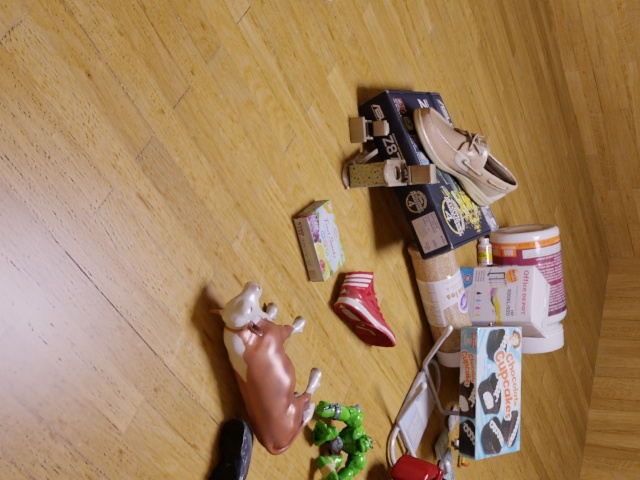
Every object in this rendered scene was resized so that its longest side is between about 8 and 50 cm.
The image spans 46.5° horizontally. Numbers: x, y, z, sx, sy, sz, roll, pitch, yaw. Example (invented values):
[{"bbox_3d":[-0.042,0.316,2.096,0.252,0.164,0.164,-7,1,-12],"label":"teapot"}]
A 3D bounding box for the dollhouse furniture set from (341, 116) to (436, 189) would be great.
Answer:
[{"bbox_3d":[0.145,-0.198,1.630,0.101,0.182,0.161,-10,97,-58],"label":"dollhouse furniture set"}]

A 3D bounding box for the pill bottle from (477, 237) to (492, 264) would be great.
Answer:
[{"bbox_3d":[0.518,0.036,2.347,0.043,0.043,0.083,-3,89,-58],"label":"pill bottle"}]

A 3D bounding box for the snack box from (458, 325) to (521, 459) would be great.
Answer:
[{"bbox_3d":[0.433,0.378,1.889,0.187,0.060,0.322,4,86,-41],"label":"snack box"}]

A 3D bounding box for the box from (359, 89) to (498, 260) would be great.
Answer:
[{"bbox_3d":[0.270,-0.168,1.812,0.318,0.097,0.395,-14,80,-59],"label":"box"}]

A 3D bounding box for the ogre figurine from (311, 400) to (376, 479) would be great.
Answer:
[{"bbox_3d":[0.043,0.411,1.508,0.118,0.097,0.197,-12,82,-40],"label":"ogre figurine"}]

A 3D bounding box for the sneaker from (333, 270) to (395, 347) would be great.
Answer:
[{"bbox_3d":[0.117,0.143,1.651,0.221,0.087,0.128,50,49,-46],"label":"sneaker"}]

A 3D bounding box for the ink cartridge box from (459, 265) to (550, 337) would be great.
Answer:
[{"bbox_3d":[0.533,0.180,2.179,0.168,0.232,0.171,37,57,-52],"label":"ink cartridge box"}]

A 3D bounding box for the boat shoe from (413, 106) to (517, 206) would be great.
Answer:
[{"bbox_3d":[0.343,-0.211,1.752,0.341,0.110,0.122,37,42,-36],"label":"boat shoe"}]

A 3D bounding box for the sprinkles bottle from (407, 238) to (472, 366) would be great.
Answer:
[{"bbox_3d":[0.325,0.157,1.952,0.121,0.121,0.355,-46,125,-50],"label":"sprinkles bottle"}]

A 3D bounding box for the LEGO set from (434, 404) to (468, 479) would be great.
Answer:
[{"bbox_3d":[0.394,0.571,2.093,0.244,0.060,0.182,-45,129,-51],"label":"LEGO set"}]

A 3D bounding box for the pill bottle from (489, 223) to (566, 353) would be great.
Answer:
[{"bbox_3d":[0.679,0.154,2.430,0.224,0.224,0.392,-18,102,-57],"label":"pill bottle"}]

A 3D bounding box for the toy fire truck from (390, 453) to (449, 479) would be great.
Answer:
[{"bbox_3d":[0.158,0.561,1.626,0.217,0.158,0.246,-62,147,-23],"label":"toy fire truck"}]

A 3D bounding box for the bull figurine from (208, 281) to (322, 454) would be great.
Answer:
[{"bbox_3d":[-0.090,0.208,1.292,0.188,0.101,0.310,-29,112,-57],"label":"bull figurine"}]

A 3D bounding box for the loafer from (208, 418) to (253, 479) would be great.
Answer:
[{"bbox_3d":[-0.142,0.387,1.234,0.061,0.062,0.170,49,49,-51],"label":"loafer"}]

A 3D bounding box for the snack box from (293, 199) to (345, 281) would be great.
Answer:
[{"bbox_3d":[0.000,0.000,1.516,0.100,0.037,0.141,-42,122,-53],"label":"snack box"}]

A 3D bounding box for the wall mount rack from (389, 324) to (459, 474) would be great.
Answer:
[{"bbox_3d":[0.272,0.391,1.837,0.350,0.130,0.304,-54,132,-46],"label":"wall mount rack"}]

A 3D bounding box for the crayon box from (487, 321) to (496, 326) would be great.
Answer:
[{"bbox_3d":[0.479,0.356,2.089,0.318,0.081,0.202,55,51,-72],"label":"crayon box"}]
